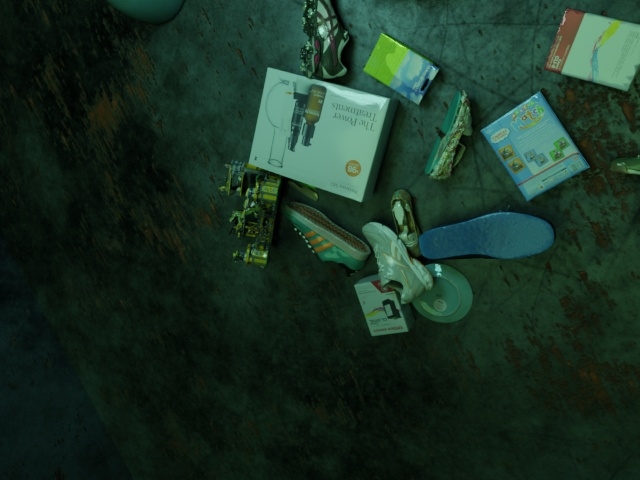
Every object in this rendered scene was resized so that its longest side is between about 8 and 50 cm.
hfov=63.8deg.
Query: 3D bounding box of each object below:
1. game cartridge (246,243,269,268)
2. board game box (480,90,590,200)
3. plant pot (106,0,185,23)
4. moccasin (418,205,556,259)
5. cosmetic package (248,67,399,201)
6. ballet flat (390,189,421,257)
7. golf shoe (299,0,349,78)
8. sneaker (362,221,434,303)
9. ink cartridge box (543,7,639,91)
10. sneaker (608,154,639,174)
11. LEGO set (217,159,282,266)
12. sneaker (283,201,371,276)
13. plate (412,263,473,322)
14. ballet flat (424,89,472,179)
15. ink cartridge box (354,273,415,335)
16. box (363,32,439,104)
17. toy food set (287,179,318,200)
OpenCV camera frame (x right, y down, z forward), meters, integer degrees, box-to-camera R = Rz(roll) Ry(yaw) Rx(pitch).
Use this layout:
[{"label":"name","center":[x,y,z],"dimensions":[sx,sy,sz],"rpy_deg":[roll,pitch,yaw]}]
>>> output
[{"label":"game cartridge","center":[-0.213,0.051,1.761],"dimensions":[0.083,0.017,0.056],"rpy_deg":[39,125,11]},{"label":"board game box","center":[0.517,-0.226,1.246],"dimensions":[0.160,0.039,0.211],"rpy_deg":[-33,91,33]},{"label":"plant pot","center":[-0.570,-0.806,1.534],"dimensions":[0.290,0.195,0.290],"rpy_deg":[10,112,26]},{"label":"moccasin","center":[0.427,-0.020,1.331],"dimensions":[0.342,0.117,0.137],"rpy_deg":[0,96,34]},{"label":"cosmetic package","center":[-0.001,-0.301,1.448],"dimensions":[0.377,0.097,0.284],"rpy_deg":[20,110,21]},{"label":"ballet flat","center":[0.237,-0.040,1.450],"dimensions":[0.073,0.067,0.206],"rpy_deg":[-12,102,31]},{"label":"golf shoe","center":[0.012,-0.568,1.373],"dimensions":[0.120,0.105,0.272],"rpy_deg":[2,95,-16]},{"label":"sneaker","center":[0.194,0.063,1.451],"dimensions":[0.262,0.121,0.099],"rpy_deg":[48,167,15]},{"label":"ink cartridge box","center":[0.589,-0.404,1.088],"dimensions":[0.176,0.128,0.127],"rpy_deg":[24,118,20]},{"label":"sneaker","center":[0.749,-0.180,1.127],"dimensions":[0.192,0.064,0.086],"rpy_deg":[13,106,24]},{"label":"LEGO set","center":[-0.233,-0.091,1.575],"dimensions":[0.192,0.255,0.331],"rpy_deg":[10,128,-4]},{"label":"sneaker","center":[0.000,0.000,1.570],"dimensions":[0.302,0.108,0.121],"rpy_deg":[35,117,12]},{"label":"plate","center":[0.345,0.158,1.491],"dimensions":[0.188,0.024,0.188],"rpy_deg":[9,111,25]},{"label":"ballet flat","center":[0.341,-0.263,1.317],"dimensions":[0.077,0.091,0.241],"rpy_deg":[12,122,-9]},{"label":"ink cartridge box","center":[0.195,0.192,1.555],"dimensions":[0.127,0.072,0.175],"rpy_deg":[-15,100,31]},{"label":"box","center":[0.211,-0.444,1.330],"dimensions":[0.178,0.042,0.109],"rpy_deg":[36,122,12]},{"label":"toy food set","center":[-0.033,-0.221,1.548],"dimensions":[0.132,0.038,0.192],"rpy_deg":[31,120,16]}]
